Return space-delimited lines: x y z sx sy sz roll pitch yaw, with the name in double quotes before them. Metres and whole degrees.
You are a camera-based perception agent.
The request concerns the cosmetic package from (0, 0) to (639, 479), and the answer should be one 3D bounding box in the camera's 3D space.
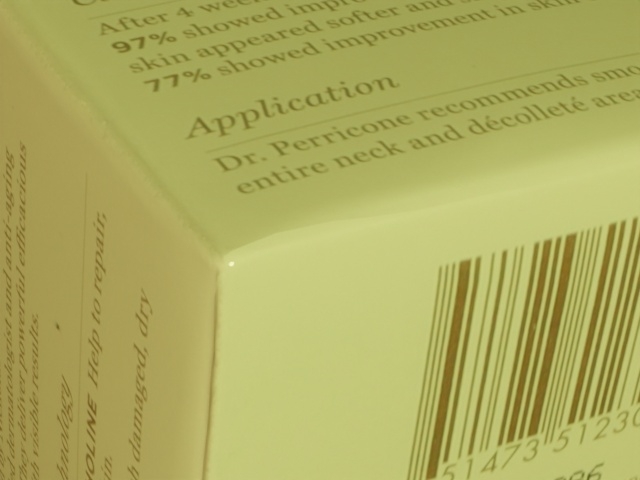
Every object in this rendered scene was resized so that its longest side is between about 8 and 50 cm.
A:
"cosmetic package" 0.000 0.000 0.877 0.393 0.329 0.327 49 144 45
